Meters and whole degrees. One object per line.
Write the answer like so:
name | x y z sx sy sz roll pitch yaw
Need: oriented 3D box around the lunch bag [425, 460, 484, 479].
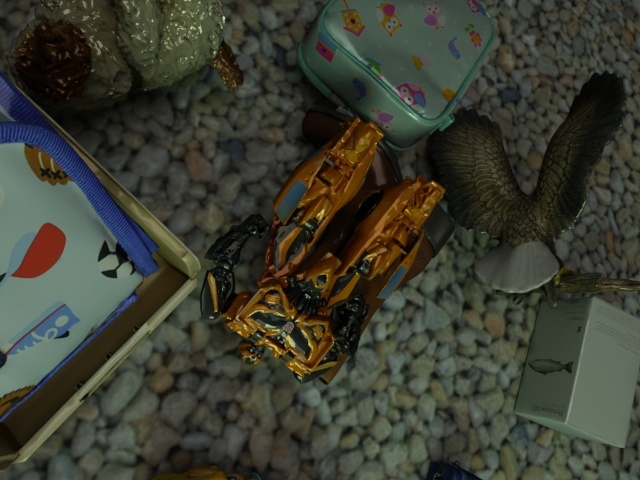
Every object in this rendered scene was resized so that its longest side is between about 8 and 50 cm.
lunch bag | 0.166 0.333 0.662 0.065 0.067 0.098 23 73 -14

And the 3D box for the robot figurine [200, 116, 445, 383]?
robot figurine | 0.002 0.019 0.578 0.211 0.085 0.291 38 81 -17

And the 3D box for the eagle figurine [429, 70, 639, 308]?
eagle figurine | 0.288 -0.068 0.718 0.226 0.225 0.298 -9 94 -10

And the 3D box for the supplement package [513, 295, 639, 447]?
supplement package | 0.370 0.183 0.739 0.105 0.105 0.179 25 73 -14

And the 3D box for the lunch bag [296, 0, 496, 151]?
lunch bag | 0.113 -0.264 0.711 0.224 0.108 0.279 42 61 -11

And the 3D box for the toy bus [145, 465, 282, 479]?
toy bus | -0.065 0.331 0.552 0.211 0.149 0.220 -14 83 -34

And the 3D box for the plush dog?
plush dog | -0.222 -0.217 0.561 0.225 0.262 0.211 -34 119 -14

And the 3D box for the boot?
boot | 0.000 0.000 0.672 0.280 0.096 0.264 -46 104 -12

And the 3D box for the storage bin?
storage bin | -0.303 0.042 0.521 0.260 0.123 0.262 44 69 -7

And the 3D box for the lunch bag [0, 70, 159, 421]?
lunch bag | -0.347 -0.011 0.335 0.328 0.239 0.385 -45 112 -21
